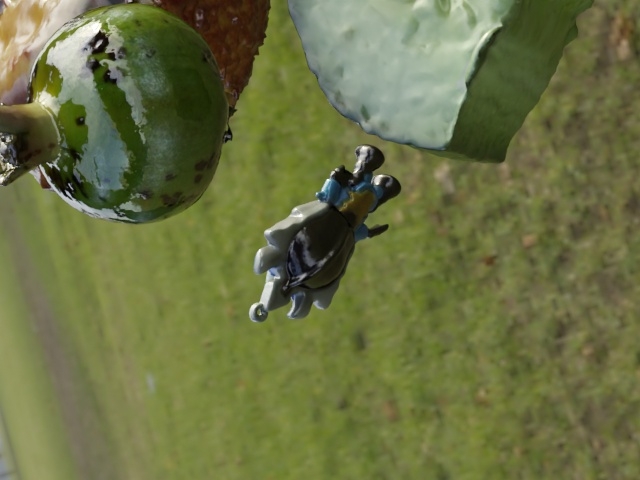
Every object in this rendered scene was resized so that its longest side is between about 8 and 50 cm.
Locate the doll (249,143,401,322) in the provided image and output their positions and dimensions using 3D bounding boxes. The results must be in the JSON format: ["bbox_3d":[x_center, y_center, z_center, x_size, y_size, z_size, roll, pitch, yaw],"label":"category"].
[{"bbox_3d":[0.000,0.000,1.363,0.070,0.195,0.096,6,139,50],"label":"doll"}]

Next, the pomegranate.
[{"bbox_3d":[-0.118,-0.063,0.811,0.122,0.161,0.122,22,119,48],"label":"pomegranate"}]

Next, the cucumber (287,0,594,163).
[{"bbox_3d":[0.078,-0.137,0.732,0.130,0.191,0.191,15,-130,-58],"label":"cucumber"}]

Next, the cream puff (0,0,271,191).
[{"bbox_3d":[-0.127,-0.139,1.003,0.164,0.240,0.240,36,-173,-29],"label":"cream puff"}]
